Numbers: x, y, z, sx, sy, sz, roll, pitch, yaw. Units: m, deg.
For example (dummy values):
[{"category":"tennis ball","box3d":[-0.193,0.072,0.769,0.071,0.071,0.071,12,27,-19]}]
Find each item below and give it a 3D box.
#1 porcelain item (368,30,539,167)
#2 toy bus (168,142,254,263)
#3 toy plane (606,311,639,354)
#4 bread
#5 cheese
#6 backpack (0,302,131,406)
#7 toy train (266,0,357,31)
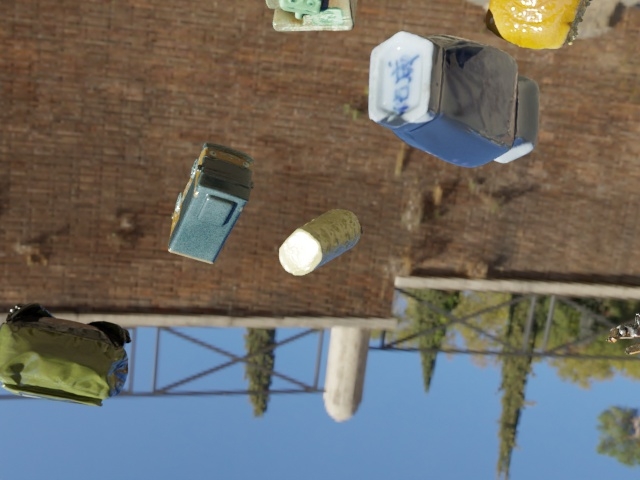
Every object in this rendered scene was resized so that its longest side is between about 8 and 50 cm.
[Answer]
[{"category":"porcelain item","box3d":[0.259,-0.263,1.582,0.178,0.242,0.405,1,178,41]},{"category":"toy bus","box3d":[-0.267,-0.086,2.009,0.138,0.275,0.167,17,-136,-17]},{"category":"toy plane","box3d":[0.466,0.104,1.129,0.135,0.062,0.188,-6,-150,34]},{"category":"bread","box3d":[0.379,-0.451,1.404,0.174,0.245,0.121,23,-148,25]},{"category":"cheese","box3d":[0.000,0.000,1.759,0.123,0.094,0.167,-34,177,41]},{"category":"backpack","box3d":[-0.406,0.181,1.301,0.207,0.140,0.253,15,168,-16]},{"category":"toy train","box3d":[0.001,-0.433,1.148,0.129,0.326,0.159,2,150,6]}]
